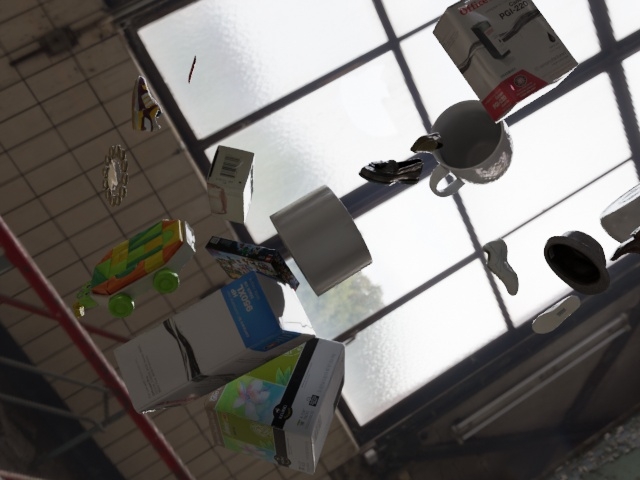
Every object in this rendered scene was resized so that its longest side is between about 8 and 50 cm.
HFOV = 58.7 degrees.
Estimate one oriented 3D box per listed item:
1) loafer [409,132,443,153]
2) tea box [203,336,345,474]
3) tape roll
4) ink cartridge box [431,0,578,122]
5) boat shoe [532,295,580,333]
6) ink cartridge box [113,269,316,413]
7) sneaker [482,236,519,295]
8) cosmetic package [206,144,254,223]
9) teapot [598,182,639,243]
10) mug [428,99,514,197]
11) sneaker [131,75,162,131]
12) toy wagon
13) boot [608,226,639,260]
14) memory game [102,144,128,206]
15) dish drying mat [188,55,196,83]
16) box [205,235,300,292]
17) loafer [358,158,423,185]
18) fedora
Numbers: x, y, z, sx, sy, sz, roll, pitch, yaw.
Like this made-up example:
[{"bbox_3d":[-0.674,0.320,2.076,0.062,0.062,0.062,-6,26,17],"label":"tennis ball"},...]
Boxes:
[{"bbox_3d":[0.342,-0.305,1.807,0.050,0.148,0.056,50,-38,18],"label":"loafer"},{"bbox_3d":[-0.123,0.460,1.705,0.329,0.324,0.219,-65,159,-45],"label":"tea box"},{"bbox_3d":[0.000,0.000,1.459,0.246,0.169,0.246,58,-5,8],"label":"tape roll"},{"bbox_3d":[0.337,-0.357,1.051,0.217,0.159,0.092,56,-12,7],"label":"ink cartridge box"},{"bbox_3d":[0.809,0.251,1.953,0.066,0.184,0.063,47,19,19],"label":"boat shoe"},{"bbox_3d":[-0.247,0.251,1.393,0.166,0.395,0.285,62,7,17],"label":"ink cartridge box"},{"bbox_3d":[0.452,0.071,1.436,0.053,0.061,0.152,122,-49,-72],"label":"sneaker"},{"bbox_3d":[-0.306,-0.187,1.963,0.296,0.129,0.153,108,-6,-68],"label":"cosmetic package"},{"bbox_3d":[0.938,-0.058,1.612,0.187,0.252,0.256,52,31,5],"label":"teapot"},{"bbox_3d":[0.573,-0.318,2.213,0.276,0.374,0.328,50,14,29],"label":"mug"},{"bbox_3d":[-0.516,-0.403,1.696,0.069,0.084,0.185,138,-49,-57],"label":"sneaker"},{"bbox_3d":[-0.463,0.076,1.380,0.068,0.345,0.267,60,2,-32],"label":"toy wagon"},{"bbox_3d":[0.732,0.042,1.286,0.114,0.106,0.037,43,18,4],"label":"boot"},{"bbox_3d":[-0.602,-0.189,1.669,0.186,0.012,0.186,1,-88,49],"label":"memory game"},{"bbox_3d":[-0.341,-0.454,1.517,0.083,0.008,0.032,136,-40,-58],"label":"dish drying mat"},{"bbox_3d":[-0.188,0.069,1.573,0.233,0.044,0.159,12,-31,32],"label":"box"},{"bbox_3d":[0.224,-0.227,1.782,0.096,0.268,0.084,41,-60,35],"label":"loafer"},{"bbox_3d":[0.989,0.064,2.162,0.275,0.124,0.243,44,-23,9],"label":"fedora"}]
